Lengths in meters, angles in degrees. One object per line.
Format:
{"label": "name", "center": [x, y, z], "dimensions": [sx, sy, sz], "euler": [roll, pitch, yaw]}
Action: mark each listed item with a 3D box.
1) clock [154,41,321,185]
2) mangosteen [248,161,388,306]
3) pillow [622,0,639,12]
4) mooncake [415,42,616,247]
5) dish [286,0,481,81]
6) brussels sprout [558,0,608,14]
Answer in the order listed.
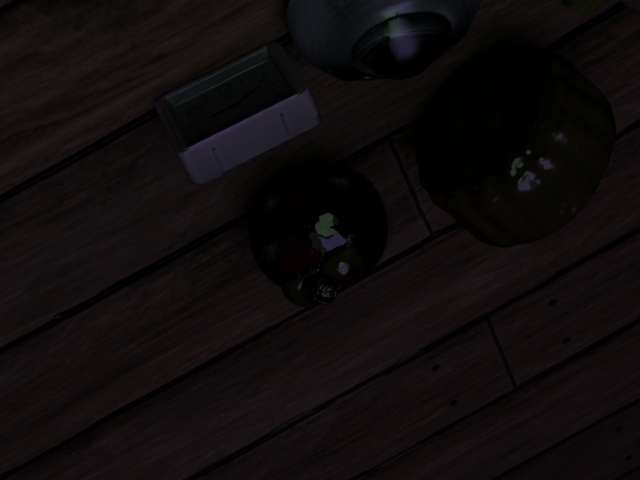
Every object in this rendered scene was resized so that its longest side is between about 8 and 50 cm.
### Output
{"label": "clock", "center": [-0.114, -0.175, 1.648], "dimensions": [0.197, 0.150, 0.063], "euler": [-27, 132, -2]}
{"label": "mangosteen", "center": [0.004, -0.010, 1.806], "dimensions": [0.216, 0.216, 0.216], "euler": [-13, 132, -15]}
{"label": "pillow", "center": [0.547, -0.447, 1.803], "dimensions": [0.135, 0.049, 0.248], "euler": [14, 117, -35]}
{"label": "mooncake", "center": [0.280, -0.145, 1.775], "dimensions": [0.161, 0.290, 0.290], "euler": [31, 111, -35]}
{"label": "dish", "center": [0.101, -0.275, 1.614], "dimensions": [0.273, 0.134, 0.273], "euler": [-14, 156, -6]}
{"label": "brussels sprout", "center": [0.379, -0.435, 1.632], "dimensions": [0.219, 0.210, 0.271], "euler": [-11, 148, -10]}
